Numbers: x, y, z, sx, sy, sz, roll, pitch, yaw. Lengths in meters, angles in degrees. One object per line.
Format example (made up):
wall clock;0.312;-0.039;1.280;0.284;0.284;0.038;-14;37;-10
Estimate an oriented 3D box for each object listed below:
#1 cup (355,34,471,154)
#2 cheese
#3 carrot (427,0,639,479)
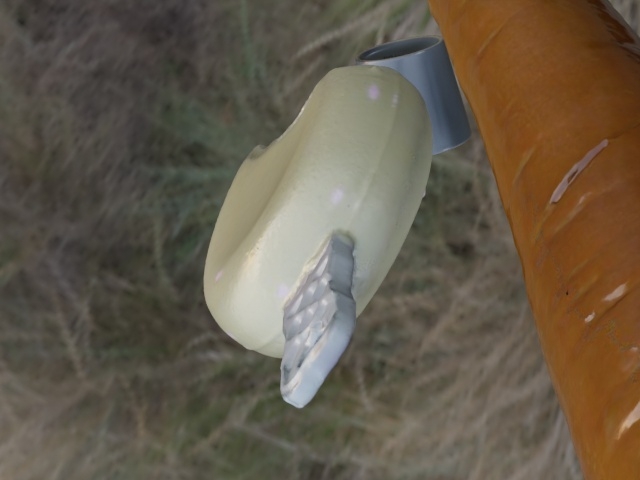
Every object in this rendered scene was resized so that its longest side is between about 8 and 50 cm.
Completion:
cup;0.064;-0.109;1.418;0.078;0.100;0.077;-16;106;-8
cheese;-0.011;0.017;0.941;0.071;0.249;0.163;29;131;-13
carrot;0.070;-0.001;0.420;0.069;0.336;0.069;-8;129;-10
